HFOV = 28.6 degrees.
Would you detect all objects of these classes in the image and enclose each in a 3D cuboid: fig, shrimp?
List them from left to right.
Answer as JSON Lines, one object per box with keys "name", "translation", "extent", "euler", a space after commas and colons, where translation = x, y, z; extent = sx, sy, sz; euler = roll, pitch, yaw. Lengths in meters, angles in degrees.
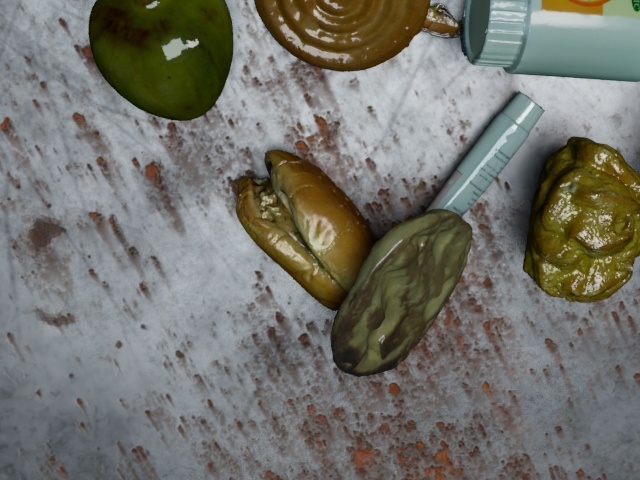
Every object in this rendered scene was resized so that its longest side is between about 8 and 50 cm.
{"name": "fig", "translation": [-0.213, -0.269, 1.763], "extent": [0.203, 0.203, 0.225], "euler": [-20, 143, 3]}
{"name": "shrimp", "translation": [0.202, -0.382, 1.809], "extent": [0.148, 0.035, 0.195], "euler": [32, 105, -8]}

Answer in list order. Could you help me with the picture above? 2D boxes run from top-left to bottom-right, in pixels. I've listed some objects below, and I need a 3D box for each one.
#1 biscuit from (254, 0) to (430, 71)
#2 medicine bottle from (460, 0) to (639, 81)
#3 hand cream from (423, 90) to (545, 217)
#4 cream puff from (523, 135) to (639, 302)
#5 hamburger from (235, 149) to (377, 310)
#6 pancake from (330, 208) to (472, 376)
{"name": "biscuit", "translation": [0.029, -0.356, 1.773], "extent": [0.262, 0.037, 0.262], "euler": [4, 120, 7]}
{"name": "medicine bottle", "translation": [0.368, -0.305, 1.760], "extent": [0.318, 0.158, 0.158], "euler": [2, 105, -9]}
{"name": "hand cream", "translation": [0.216, -0.075, 1.873], "extent": [0.058, 0.085, 0.331], "euler": [38, 98, 17]}
{"name": "cream puff", "translation": [0.380, -0.030, 1.807], "extent": [0.196, 0.244, 0.244], "euler": [31, 101, -10]}
{"name": "hamburger", "translation": [0.000, 0.000, 1.839], "extent": [0.144, 0.156, 0.283], "euler": [-42, 107, 5]}
{"name": "pancake", "translation": [0.119, 0.075, 1.835], "extent": [0.049, 0.294, 0.294], "euler": [37, 103, 29]}
